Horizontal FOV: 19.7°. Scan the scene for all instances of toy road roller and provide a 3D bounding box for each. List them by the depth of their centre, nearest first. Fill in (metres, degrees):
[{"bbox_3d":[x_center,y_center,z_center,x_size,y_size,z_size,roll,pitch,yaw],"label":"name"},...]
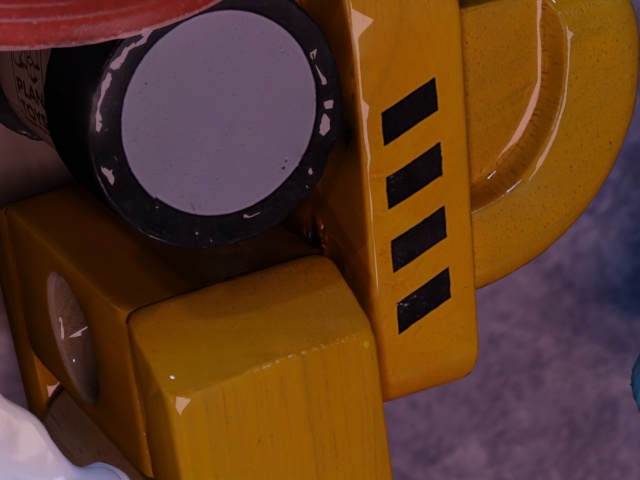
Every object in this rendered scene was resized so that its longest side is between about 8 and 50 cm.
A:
[{"bbox_3d":[0.000,0.000,0.741,0.240,0.202,0.330,-15,114,-23],"label":"toy road roller"}]

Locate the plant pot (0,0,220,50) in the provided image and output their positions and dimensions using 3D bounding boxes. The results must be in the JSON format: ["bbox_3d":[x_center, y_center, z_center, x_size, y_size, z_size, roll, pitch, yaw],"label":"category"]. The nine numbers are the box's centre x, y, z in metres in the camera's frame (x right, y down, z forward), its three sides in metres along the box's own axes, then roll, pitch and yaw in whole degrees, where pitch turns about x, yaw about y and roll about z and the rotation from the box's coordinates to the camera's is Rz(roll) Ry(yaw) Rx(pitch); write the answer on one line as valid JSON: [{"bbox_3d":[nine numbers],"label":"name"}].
[{"bbox_3d":[-0.092,-0.239,0.496,0.272,0.272,0.265,7,137,-19],"label":"plant pot"}]

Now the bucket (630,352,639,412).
[{"bbox_3d":[0.283,0.036,0.800,0.281,0.281,0.183,15,111,-21],"label":"bucket"}]

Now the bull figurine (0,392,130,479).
[{"bbox_3d":[-0.188,0.000,0.649,0.101,0.310,0.188,-8,121,-61],"label":"bull figurine"}]
